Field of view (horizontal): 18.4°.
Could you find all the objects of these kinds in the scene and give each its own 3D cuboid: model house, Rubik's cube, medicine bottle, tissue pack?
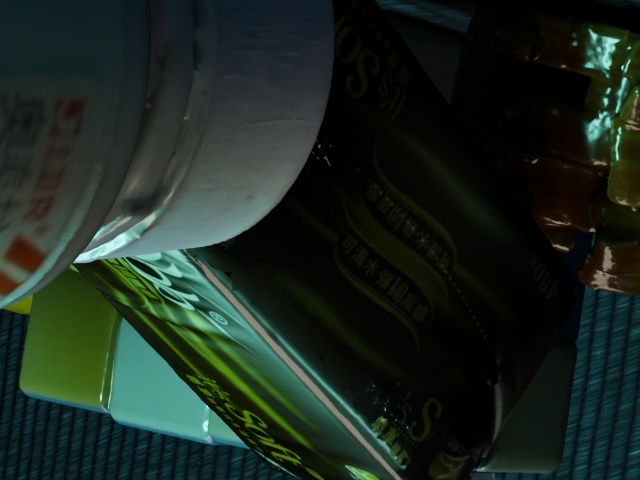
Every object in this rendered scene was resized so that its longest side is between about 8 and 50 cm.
[{"bbox_3d":[0.217,-0.056,1.327,0.229,0.199,0.220,12,-166,27],"label":"model house"},{"bbox_3d":[0.000,0.000,1.660,0.344,0.346,0.347,8,180,41],"label":"Rubik's cube"},{"bbox_3d":[-0.166,-0.087,0.832,0.241,0.241,0.302,7,-171,43],"label":"medicine bottle"},{"bbox_3d":[-0.025,-0.014,1.226,0.198,0.210,0.370,16,155,46],"label":"tissue pack"}]

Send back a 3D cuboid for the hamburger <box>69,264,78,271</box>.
[{"bbox_3d":[-0.159,-0.087,1.414,0.163,0.244,0.244,7,180,-34],"label":"hamburger"}]

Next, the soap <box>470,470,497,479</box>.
[{"bbox_3d":[0.082,0.234,1.608,0.056,0.100,0.149,-1,-162,46],"label":"soap"}]

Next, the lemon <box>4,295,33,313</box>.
[{"bbox_3d":[-0.256,-0.067,1.868,0.297,0.297,0.297,8,179,0],"label":"lemon"}]
